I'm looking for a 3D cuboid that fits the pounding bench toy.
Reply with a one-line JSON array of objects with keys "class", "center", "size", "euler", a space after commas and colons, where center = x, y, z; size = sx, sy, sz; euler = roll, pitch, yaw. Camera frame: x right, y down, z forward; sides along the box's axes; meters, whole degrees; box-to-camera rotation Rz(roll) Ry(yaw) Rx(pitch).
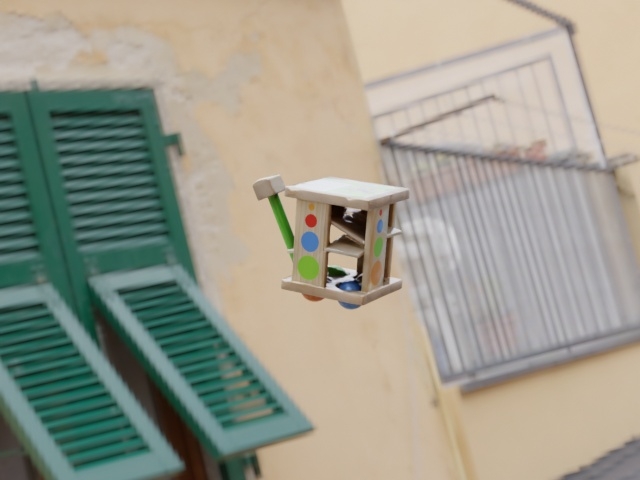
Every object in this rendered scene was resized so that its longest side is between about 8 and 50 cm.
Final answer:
[{"class": "pounding bench toy", "center": [0.000, 0.000, 0.732], "size": [0.083, 0.065, 0.052], "euler": [11, 14, 27]}]
